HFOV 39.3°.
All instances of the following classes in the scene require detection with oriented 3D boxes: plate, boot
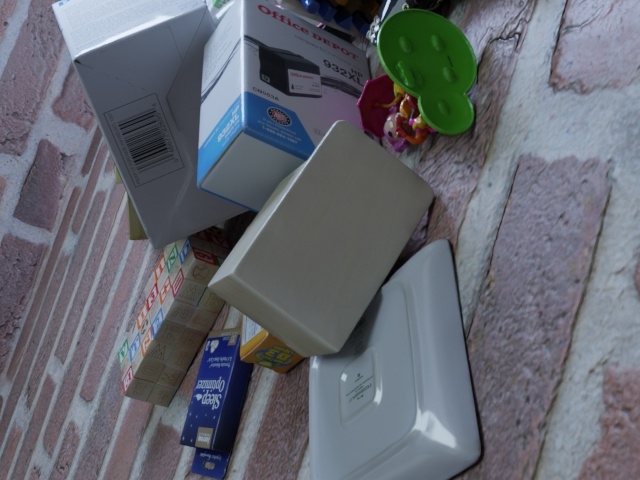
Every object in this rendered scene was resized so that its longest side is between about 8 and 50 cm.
[{"bbox_3d":[0.058,0.167,1.000,0.277,0.045,0.278,-46,33,40],"label":"plate"},{"bbox_3d":[0.143,-0.316,1.159,0.179,0.085,0.236,-64,20,16],"label":"boot"}]

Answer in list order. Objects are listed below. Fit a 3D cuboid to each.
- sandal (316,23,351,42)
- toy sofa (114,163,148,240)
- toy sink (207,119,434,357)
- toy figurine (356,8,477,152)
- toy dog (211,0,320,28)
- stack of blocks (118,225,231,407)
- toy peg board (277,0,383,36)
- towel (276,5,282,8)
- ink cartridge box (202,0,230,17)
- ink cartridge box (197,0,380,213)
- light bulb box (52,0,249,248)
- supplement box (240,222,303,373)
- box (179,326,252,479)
[{"bbox_3d":[0.016,-0.327,1.445,0.179,0.067,0.040,-48,21,26],"label":"sandal"},{"bbox_3d":[-0.347,-0.138,1.948,0.362,0.177,0.150,-126,36,-60],"label":"toy sofa"},{"bbox_3d":[0.000,0.000,1.071,0.234,0.152,0.131,-57,11,-19],"label":"toy sink"},{"bbox_3d":[0.109,-0.170,1.119,0.159,0.130,0.173,129,127,-59],"label":"toy figurine"},{"bbox_3d":[-0.025,-0.414,1.438,0.334,0.220,0.161,-58,43,29],"label":"toy dog"},{"bbox_3d":[-0.262,0.125,1.609,0.297,0.087,0.171,-60,27,17],"label":"stack of blocks"},{"bbox_3d":[0.050,-0.372,1.309,0.161,0.161,0.079,-54,44,28],"label":"toy peg board"},{"bbox_3d":[-0.128,-0.418,1.829,0.197,0.029,0.144,-62,27,13],"label":"towel"},{"bbox_3d":[-0.234,-0.515,2.040,0.212,0.093,0.154,-49,32,38],"label":"ink cartridge box"},{"bbox_3d":[-0.043,-0.177,1.251,0.129,0.223,0.308,-48,33,37],"label":"ink cartridge box"},{"bbox_3d":[-0.277,-0.243,1.542,0.361,0.225,0.358,-128,18,-57],"label":"light bulb box"},{"bbox_3d":[-0.062,0.066,1.275,0.080,0.078,0.234,-39,39,41],"label":"supplement box"},{"bbox_3d":[-0.160,0.247,1.380,0.136,0.036,0.225,-16,58,59],"label":"box"}]
